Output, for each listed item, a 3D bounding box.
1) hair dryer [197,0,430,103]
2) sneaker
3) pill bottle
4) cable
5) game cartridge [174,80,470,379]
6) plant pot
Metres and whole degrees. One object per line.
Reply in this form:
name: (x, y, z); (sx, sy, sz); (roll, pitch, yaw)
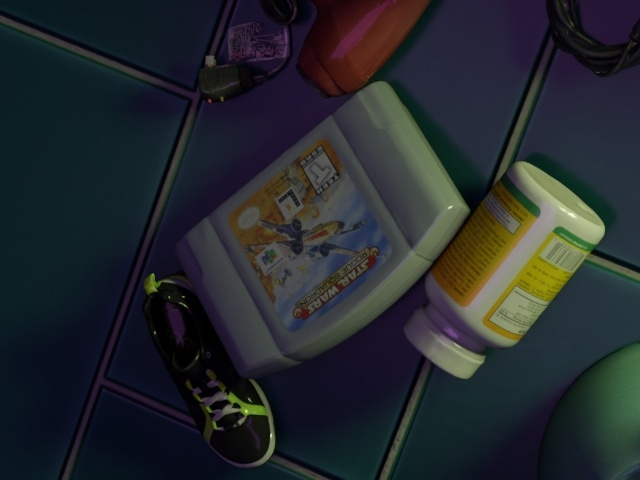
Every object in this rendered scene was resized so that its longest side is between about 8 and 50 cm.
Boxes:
hair dryer: (-0.008, -0.256, 1.842); (0.293, 0.080, 0.224); (-3, 95, 15)
sneaker: (-0.131, 0.144, 1.914); (0.084, 0.097, 0.235); (-30, 89, 16)
pill bottle: (0.178, 0.034, 1.809); (0.117, 0.117, 0.208); (39, 104, 7)
cable: (0.300, -0.252, 1.785); (0.150, 0.047, 0.185); (6, 96, 9)
game cartridge: (0.000, 0.000, 1.847); (0.297, 0.062, 0.198); (-39, 58, 17)
plant pot: (0.344, 0.253, 1.753); (0.290, 0.195, 0.290); (2, 97, 14)
